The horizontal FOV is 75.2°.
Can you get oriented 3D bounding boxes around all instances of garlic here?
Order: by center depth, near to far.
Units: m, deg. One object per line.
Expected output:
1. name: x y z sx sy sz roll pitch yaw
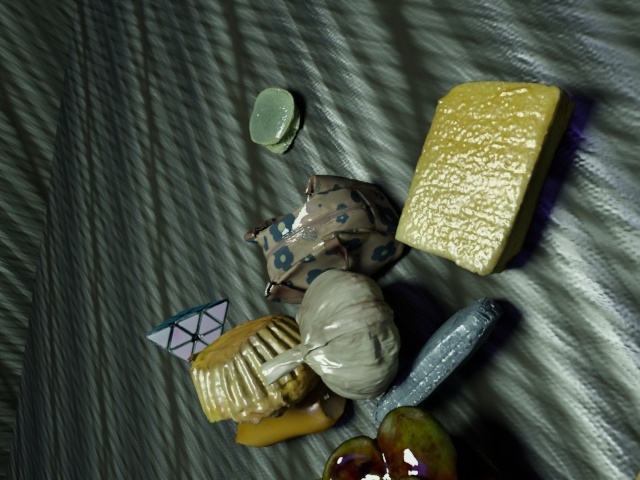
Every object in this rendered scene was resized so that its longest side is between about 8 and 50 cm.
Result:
1. garlic: 0.007 0.162 0.658 0.219 0.212 0.218 163 90 -73

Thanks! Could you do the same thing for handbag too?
1. handbag: 0.000 0.000 0.772 0.252 0.193 0.190 -39 66 30

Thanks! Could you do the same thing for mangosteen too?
1. mangosteen: 0.121 0.394 0.554 0.307 0.306 0.346 -15 120 37

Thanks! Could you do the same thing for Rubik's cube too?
1. Rubik's cube: -0.291 0.232 1.086 0.178 0.211 0.190 -38 96 8

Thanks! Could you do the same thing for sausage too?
1. sausage: -0.089 0.370 0.875 0.328 0.112 0.112 -34 67 32

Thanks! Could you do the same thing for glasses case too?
1. glasses case: 0.182 0.199 0.666 0.067 0.109 0.282 45 114 19

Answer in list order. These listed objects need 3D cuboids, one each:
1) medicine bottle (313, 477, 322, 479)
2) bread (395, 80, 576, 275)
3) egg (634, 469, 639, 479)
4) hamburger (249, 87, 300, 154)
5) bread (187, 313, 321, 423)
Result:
1. medicine bottle: -0.027 0.585 0.728 0.238 0.232 0.237 -2 86 38
2. bread: 0.244 -0.095 0.641 0.185 0.114 0.274 25 101 41
3. egg: 0.465 0.321 0.396 0.265 0.174 0.285 17 94 34
4. hamburger: -0.105 -0.278 0.960 0.133 0.063 0.139 30 103 32
5. bread: -0.117 0.236 0.807 0.274 0.274 0.149 -23 100 35
